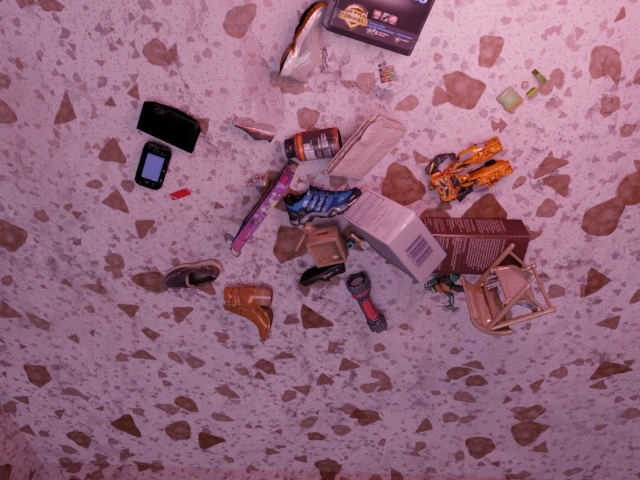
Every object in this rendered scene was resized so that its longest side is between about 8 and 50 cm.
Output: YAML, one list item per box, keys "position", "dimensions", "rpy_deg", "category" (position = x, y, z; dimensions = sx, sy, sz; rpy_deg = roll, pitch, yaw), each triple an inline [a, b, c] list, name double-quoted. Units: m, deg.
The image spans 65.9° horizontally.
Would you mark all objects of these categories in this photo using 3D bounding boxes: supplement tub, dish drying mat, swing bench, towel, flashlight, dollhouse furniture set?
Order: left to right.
- position: [-0.560, -0.183, 1.966]
  dimensions: [0.083, 0.008, 0.032]
  rpy_deg: [-16, 121, 16]
  category: "dish drying mat"
- position: [-0.026, -0.338, 1.752]
  dimensions: [0.198, 0.106, 0.106]
  rpy_deg: [-6, 124, 10]
  category: "supplement tub"
- position: [0.161, -0.316, 1.727]
  dimensions: [0.187, 0.049, 0.282]
  rpy_deg: [4, 138, -46]
  category: "towel"
- position: [0.212, 0.280, 2.160]
  dimensions: [0.103, 0.103, 0.304]
  rpy_deg: [-21, 119, 15]
  category: "flashlight"
- position: [0.668, 0.191, 1.799]
  dimensions: [0.165, 0.253, 0.255]
  rpy_deg: [38, 121, -20]
  category: "swing bench"
- position: [0.659, -0.484, 1.614]
  dimensions: [0.076, 0.058, 0.152]
  rpy_deg: [38, 120, -19]
  category: "dollhouse furniture set"

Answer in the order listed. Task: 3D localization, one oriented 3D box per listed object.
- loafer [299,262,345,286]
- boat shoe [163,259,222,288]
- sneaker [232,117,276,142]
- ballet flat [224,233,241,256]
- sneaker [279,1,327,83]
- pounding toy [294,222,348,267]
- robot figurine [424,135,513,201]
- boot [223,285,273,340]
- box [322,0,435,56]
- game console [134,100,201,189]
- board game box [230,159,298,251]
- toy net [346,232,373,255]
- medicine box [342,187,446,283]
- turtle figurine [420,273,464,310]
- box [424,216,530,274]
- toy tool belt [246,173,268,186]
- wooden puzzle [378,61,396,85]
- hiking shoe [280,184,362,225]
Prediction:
- position: [0.012, 0.151, 2.100]
  dimensions: [0.220, 0.080, 0.078]
  rpy_deg: [-24, 119, 20]
  category: "loafer"
- position: [-0.568, 0.162, 2.154]
  dimensions: [0.286, 0.092, 0.102]
  rpy_deg: [-13, 122, 14]
  category: "boat shoe"
- position: [-0.241, -0.386, 1.768]
  dimensions: [0.158, 0.061, 0.064]
  rpy_deg: [17, 131, -6]
  category: "sneaker"
- position: [-0.370, 0.025, 2.074]
  dimensions: [0.041, 0.041, 0.114]
  rpy_deg: [-19, 121, 17]
  category: "ballet flat"
- position: [-0.030, -0.623, 1.573]
  dimensions: [0.121, 0.099, 0.262]
  rpy_deg: [19, 129, -23]
  category: "sneaker"
- position: [-0.011, -0.002, 1.929]
  dimensions: [0.181, 0.094, 0.206]
  rpy_deg: [-13, 127, 18]
  category: "pounding toy"
- position: [0.525, -0.244, 1.776]
  dimensions: [0.291, 0.085, 0.211]
  rpy_deg: [-26, 118, 21]
  category: "robot figurine"
- position: [-0.329, 0.330, 2.237]
  dimensions: [0.220, 0.109, 0.283]
  rpy_deg: [4, 123, 1]
  category: "boot"
- position: [0.190, -0.726, 1.443]
  dimensions: [0.296, 0.073, 0.293]
  rpy_deg: [10, 127, -21]
  category: "box"
- position: [-0.591, -0.335, 1.844]
  dimensions: [0.213, 0.044, 0.361]
  rpy_deg: [24, 124, -11]
  category: "game console"
- position: [-0.211, -0.131, 1.850]
  dimensions: [0.056, 0.208, 0.347]
  rpy_deg: [32, 121, -16]
  category: "board game box"
- position: [0.135, 0.027, 2.015]
  dimensions: [0.233, 0.045, 0.122]
  rpy_deg: [-1, 114, 8]
  category: "toy net"
- position: [0.265, -0.021, 1.788]
  dimensions: [0.149, 0.289, 0.263]
  rpy_deg: [-48, 128, -3]
  category: "medicine box"
- position: [0.509, 0.199, 2.047]
  dimensions: [0.175, 0.118, 0.234]
  rpy_deg: [29, 151, -16]
  category: "turtle figurine"
- position: [0.589, 0.022, 1.925]
  dimensions: [0.382, 0.143, 0.191]
  rpy_deg: [3, 125, 5]
  category: "box"
- position: [-0.240, -0.232, 1.885]
  dimensions: [0.083, 0.052, 0.051]
  rpy_deg: [1, 93, 1]
  category: "toy tool belt"
- position: [0.223, -0.553, 1.639]
  dimensions: [0.050, 0.006, 0.083]
  rpy_deg: [-10, 123, 12]
  category: "wooden puzzle"
- position: [0.003, -0.154, 1.873]
  dimensions: [0.304, 0.113, 0.132]
  rpy_deg: [-19, 113, 11]
  category: "hiking shoe"
